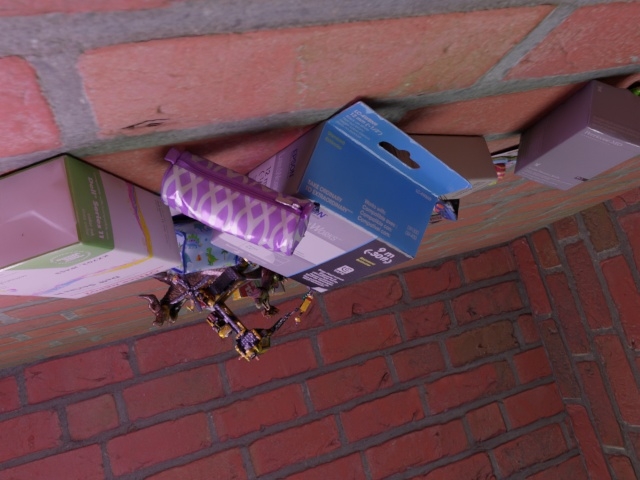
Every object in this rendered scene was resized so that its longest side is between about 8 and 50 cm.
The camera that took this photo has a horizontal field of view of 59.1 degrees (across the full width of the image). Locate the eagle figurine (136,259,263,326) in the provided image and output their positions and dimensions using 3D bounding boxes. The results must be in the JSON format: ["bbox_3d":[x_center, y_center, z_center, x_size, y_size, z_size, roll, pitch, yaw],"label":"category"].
[{"bbox_3d":[-0.292,0.099,1.430,0.298,0.225,0.226,-44,-142,-8],"label":"eagle figurine"}]

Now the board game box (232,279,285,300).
[{"bbox_3d":[-0.187,0.107,1.683,0.039,0.124,0.259,-21,169,24],"label":"board game box"}]

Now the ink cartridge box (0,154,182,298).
[{"bbox_3d":[-0.348,0.003,0.838,0.207,0.119,0.353,-17,170,8],"label":"ink cartridge box"}]

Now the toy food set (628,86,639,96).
[{"bbox_3d":[0.626,-0.282,1.066,0.192,0.038,0.132,-22,177,4],"label":"toy food set"}]

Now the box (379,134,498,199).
[{"bbox_3d":[0.196,-0.129,1.039,0.275,0.094,0.113,-7,166,-38],"label":"box"}]

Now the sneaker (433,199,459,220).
[{"bbox_3d":[0.272,-0.107,1.334,0.087,0.083,0.221,3,163,31],"label":"sneaker"}]

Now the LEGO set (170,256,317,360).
[{"bbox_3d":[-0.140,0.094,1.202,0.331,0.255,0.192,-39,166,8],"label":"LEGO set"}]

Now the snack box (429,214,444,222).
[{"bbox_3d":[0.322,-0.057,1.872,0.178,0.022,0.064,-11,171,-29],"label":"snack box"}]

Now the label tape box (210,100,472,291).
[{"bbox_3d":[0.025,-0.044,0.901,0.249,0.115,0.348,28,147,-32],"label":"label tape box"}]

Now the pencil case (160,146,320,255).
[{"bbox_3d":[-0.109,-0.050,0.757,0.206,0.086,0.088,20,153,3],"label":"pencil case"}]

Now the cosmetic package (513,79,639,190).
[{"bbox_3d":[0.478,-0.185,1.046,0.127,0.107,0.238,16,167,-5],"label":"cosmetic package"}]

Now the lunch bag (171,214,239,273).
[{"bbox_3d":[-0.245,-0.002,1.071,0.129,0.096,0.151,-6,-164,-43],"label":"lunch bag"}]

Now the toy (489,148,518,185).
[{"bbox_3d":[0.406,-0.162,1.308,0.238,0.056,0.137,-17,169,10],"label":"toy"}]
